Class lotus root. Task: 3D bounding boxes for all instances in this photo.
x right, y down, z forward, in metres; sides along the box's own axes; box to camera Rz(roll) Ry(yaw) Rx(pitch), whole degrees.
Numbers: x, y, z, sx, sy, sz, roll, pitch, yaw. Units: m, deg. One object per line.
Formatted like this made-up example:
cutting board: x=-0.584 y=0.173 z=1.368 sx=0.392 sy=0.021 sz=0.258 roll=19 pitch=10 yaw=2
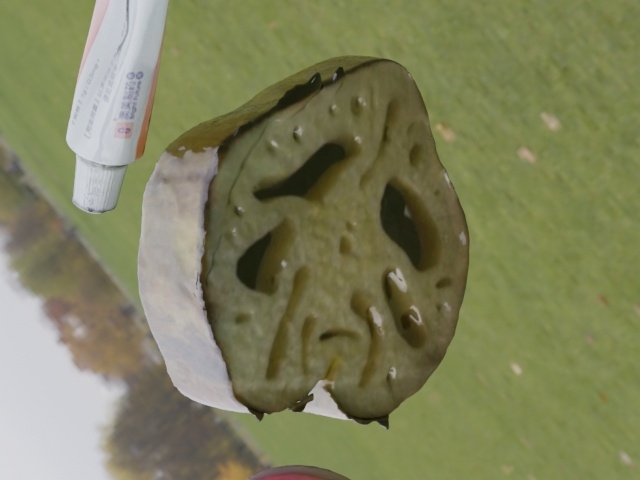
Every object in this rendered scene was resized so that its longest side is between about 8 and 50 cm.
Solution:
lotus root: x=0.000 y=0.000 z=1.433 sx=0.111 sy=0.375 sz=0.390 roll=16 pitch=173 yaw=46

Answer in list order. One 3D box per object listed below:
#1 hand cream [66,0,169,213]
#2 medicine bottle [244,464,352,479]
hand cream: x=-0.089 y=-0.111 z=0.685 sx=0.052 sy=0.038 sz=0.216 roll=33 pitch=123 yaw=29
medicine bottle: x=-0.031 y=0.258 z=0.969 sx=0.147 sy=0.147 sz=0.247 roll=52 pitch=-160 yaw=-8
